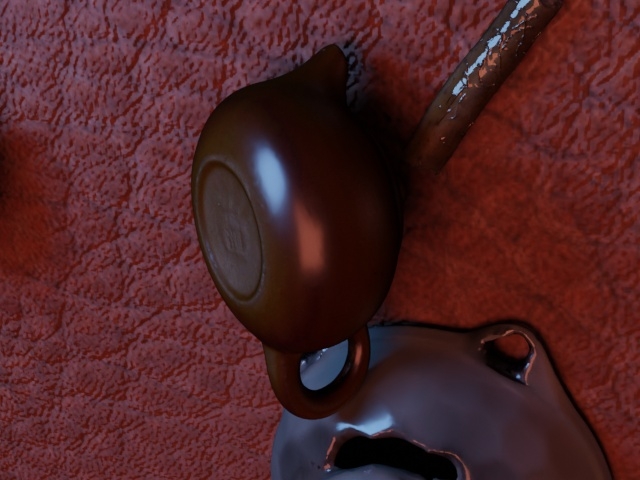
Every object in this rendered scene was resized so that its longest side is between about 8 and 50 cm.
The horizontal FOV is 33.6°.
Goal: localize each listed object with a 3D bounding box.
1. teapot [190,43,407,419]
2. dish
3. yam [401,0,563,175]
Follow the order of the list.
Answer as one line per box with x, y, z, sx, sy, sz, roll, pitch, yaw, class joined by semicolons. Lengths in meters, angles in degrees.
0.000;0.000;0.701;0.178;0.135;0.252;28;129;60;teapot
0.070;0.204;0.785;0.303;0.120;0.303;13;123;21;dish
0.096;-0.097;0.655;0.032;0.032;0.145;38;127;4;yam
